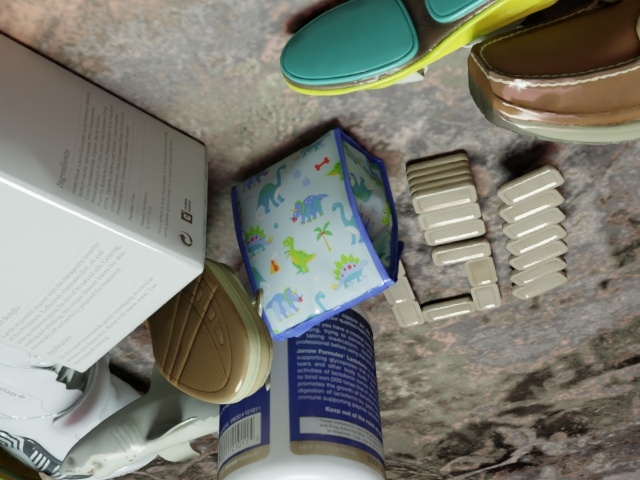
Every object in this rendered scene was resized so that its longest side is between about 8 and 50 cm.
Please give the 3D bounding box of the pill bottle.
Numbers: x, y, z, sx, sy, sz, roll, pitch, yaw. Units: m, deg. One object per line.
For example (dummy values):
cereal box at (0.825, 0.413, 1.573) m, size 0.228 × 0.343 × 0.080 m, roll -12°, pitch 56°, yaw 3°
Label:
pill bottle at (-0.021, 0.138, 0.897) m, size 0.153 × 0.265 × 0.153 m, roll -1°, pitch 141°, yaw -1°

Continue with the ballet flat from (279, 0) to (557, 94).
ballet flat at (0.083, -0.160, 0.705) m, size 0.231 × 0.077 × 0.077 m, roll -24°, pitch 155°, yaw 20°

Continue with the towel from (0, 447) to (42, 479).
towel at (-0.364, 0.225, 1.034) m, size 0.021 × 0.237 × 0.102 m, roll -52°, pitch 128°, yaw -7°

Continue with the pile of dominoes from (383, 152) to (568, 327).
pile of dominoes at (0.149, 0.001, 0.942) m, size 0.196 × 0.040 × 0.251 m, roll -13°, pitch 147°, yaw 10°

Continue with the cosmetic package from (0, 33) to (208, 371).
cosmetic package at (-0.291, -0.052, 0.735) m, size 0.365 × 0.155 × 0.197 m, roll 30°, pitch 129°, yaw -32°

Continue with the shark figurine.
shark figurine at (-0.126, 0.162, 0.978) m, size 0.278 × 0.116 × 0.166 m, roll -4°, pitch 152°, yaw -42°

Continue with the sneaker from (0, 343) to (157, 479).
sneaker at (-0.273, 0.131, 0.966) m, size 0.210 × 0.137 × 0.366 m, roll -32°, pitch 130°, yaw 32°

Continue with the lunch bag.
lunch bag at (0.000, 0.000, 0.818) m, size 0.129 × 0.151 × 0.096 m, roll -29°, pitch 141°, yaw 26°

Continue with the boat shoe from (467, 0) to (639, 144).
boat shoe at (0.266, -0.161, 0.681) m, size 0.324 × 0.122 × 0.120 m, roll -12°, pitch 132°, yaw -11°

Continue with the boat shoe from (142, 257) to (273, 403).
boat shoe at (-0.102, 0.060, 0.827) m, size 0.089 × 0.285 × 0.104 m, roll 16°, pitch 101°, yaw -32°
